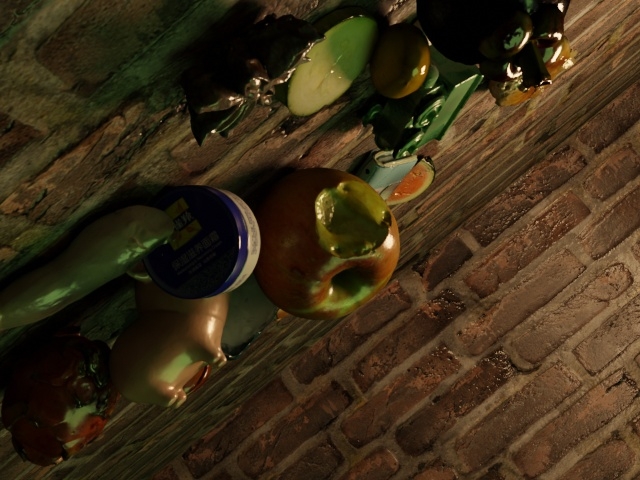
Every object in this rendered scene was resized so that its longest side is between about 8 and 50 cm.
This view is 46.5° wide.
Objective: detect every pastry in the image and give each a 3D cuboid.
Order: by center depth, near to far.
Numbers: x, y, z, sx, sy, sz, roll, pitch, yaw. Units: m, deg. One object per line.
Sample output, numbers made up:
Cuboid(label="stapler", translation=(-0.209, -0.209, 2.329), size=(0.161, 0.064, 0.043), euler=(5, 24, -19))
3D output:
Cuboid(label="pastry", translation=(0.574, -0.461, 2.022), size=(0.257, 0.120, 0.236), euler=(-42, 165, 14))

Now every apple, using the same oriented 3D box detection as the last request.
Cuboid(label="apple", translation=(0.000, 0.000, 1.640), size=(0.340, 0.339, 0.339), euler=(-36, 165, -11))

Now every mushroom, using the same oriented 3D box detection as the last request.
Cuboid(label="mushroom", translation=(-0.409, 0.049, 1.260), size=(0.351, 0.097, 0.109), euler=(-34, 164, -8))

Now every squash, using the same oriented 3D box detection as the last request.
Cuboid(label="squash", translation=(0.012, -0.315, 1.298), size=(0.219, 0.041, 0.219), euler=(-38, 162, -15))

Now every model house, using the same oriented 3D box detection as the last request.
Cuboid(label="model house", translation=(-0.251, 0.171, 1.803), size=(0.291, 0.184, 0.253), euler=(-27, -155, 56))

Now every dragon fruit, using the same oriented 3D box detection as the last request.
Cuboid(label="dragon fruit", translation=(-0.534, 0.324, 1.539), size=(0.250, 0.250, 0.315), euler=(-31, 150, -28))

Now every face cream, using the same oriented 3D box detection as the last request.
Cuboid(label="face cream", translation=(-0.216, 0.002, 1.356), size=(0.206, 0.206, 0.111), euler=(-43, 169, 15))

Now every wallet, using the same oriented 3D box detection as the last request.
Cuboid(label="wallet", translation=(0.137, -0.150, 2.002), size=(0.176, 0.075, 0.250), euler=(-19, 157, -43))

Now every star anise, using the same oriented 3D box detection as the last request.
Cuboid(label="star anise", translation=(-0.108, -0.247, 1.073), size=(0.223, 0.109, 0.236), euler=(-36, -176, 21))

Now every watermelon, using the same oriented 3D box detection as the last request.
Cuboid(label="watermelon", translation=(0.279, -0.185, 2.285), size=(0.119, 0.063, 0.245), euler=(-5, 154, -32))

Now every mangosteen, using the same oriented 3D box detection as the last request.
Cuboid(label="mangosteen", translation=(0.305, -0.385, 1.251), size=(0.275, 0.302, 0.275), euler=(-22, 165, -6))

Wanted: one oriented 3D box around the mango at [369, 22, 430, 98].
Cuboid(label="mango", translation=(0.149, -0.323, 1.350), size=(0.098, 0.195, 0.137), euler=(3, 109, -12))

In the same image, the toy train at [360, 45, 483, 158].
Cuboid(label="toy train", translation=(0.208, -0.295, 1.604), size=(0.202, 0.145, 0.266), euler=(-33, 165, -31))

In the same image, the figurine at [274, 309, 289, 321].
Cuboid(label="figurine", translation=(-0.172, 0.189, 2.169), size=(0.271, 0.143, 0.143), euler=(-40, 165, -2))

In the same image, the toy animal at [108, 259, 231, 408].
Cuboid(label="toy animal", translation=(-0.304, 0.170, 1.511), size=(0.326, 0.269, 0.237), euler=(-45, 170, -16))

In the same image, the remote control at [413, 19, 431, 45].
Cuboid(label="remote control", translation=(0.259, -0.439, 1.491), size=(0.221, 0.042, 0.078), euler=(-29, 162, -31))

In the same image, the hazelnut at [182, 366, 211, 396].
Cuboid(label="hazelnut", translation=(-0.372, 0.321, 1.909), size=(0.208, 0.208, 0.208), euler=(-36, 165, -11))
